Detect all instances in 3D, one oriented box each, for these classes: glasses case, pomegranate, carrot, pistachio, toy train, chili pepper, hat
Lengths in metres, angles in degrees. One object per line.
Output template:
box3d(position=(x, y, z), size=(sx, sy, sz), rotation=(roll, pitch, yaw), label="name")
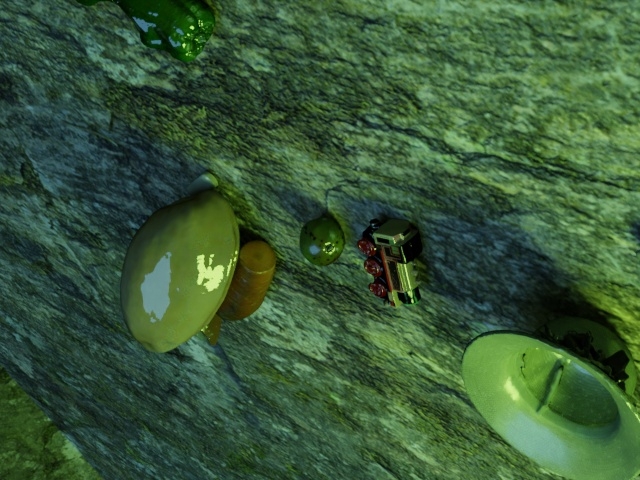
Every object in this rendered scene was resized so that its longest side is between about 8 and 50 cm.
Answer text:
box3d(position=(-0.191, -0.088, 1.685), size=(0.032, 0.021, 0.083), rotation=(47, 148, -8), label="glasses case")
box3d(position=(0.002, 0.004, 1.536), size=(0.073, 0.073, 0.084), rotation=(40, 166, 6), label="pomegranate")
box3d(position=(-0.125, 0.074, 1.745), size=(0.087, 0.087, 0.193), rotation=(44, 145, 1), label="carrot")
box3d(position=(-0.226, 0.046, 1.685), size=(0.181, 0.162, 0.293), rotation=(33, 110, 16), label="pistachio")
box3d(position=(0.104, 0.034, 1.462), size=(0.087, 0.050, 0.138), rotation=(13, 129, 40), label="toy train")
box3d(position=(-0.255, -0.328, 1.428), size=(0.253, 0.083, 0.099), rotation=(31, 155, 26), label="chili pepper")
box3d(position=(0.317, 0.172, 1.315), size=(0.257, 0.130, 0.257), rotation=(28, 145, 22), label="hat")

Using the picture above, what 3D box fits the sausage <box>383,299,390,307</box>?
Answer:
box3d(position=(0.118, 0.081, 1.542), size=(0.015, 0.015, 0.100), rotation=(46, 148, -4), label="sausage")

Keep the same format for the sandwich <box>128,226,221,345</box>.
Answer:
box3d(position=(-0.241, 0.064, 1.853), size=(0.094, 0.096, 0.258), rotation=(15, 139, 46), label="sandwich")

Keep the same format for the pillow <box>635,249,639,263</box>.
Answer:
box3d(position=(0.444, 0.104, 1.176), size=(0.148, 0.050, 0.230), rotation=(17, 140, 45), label="pillow")
